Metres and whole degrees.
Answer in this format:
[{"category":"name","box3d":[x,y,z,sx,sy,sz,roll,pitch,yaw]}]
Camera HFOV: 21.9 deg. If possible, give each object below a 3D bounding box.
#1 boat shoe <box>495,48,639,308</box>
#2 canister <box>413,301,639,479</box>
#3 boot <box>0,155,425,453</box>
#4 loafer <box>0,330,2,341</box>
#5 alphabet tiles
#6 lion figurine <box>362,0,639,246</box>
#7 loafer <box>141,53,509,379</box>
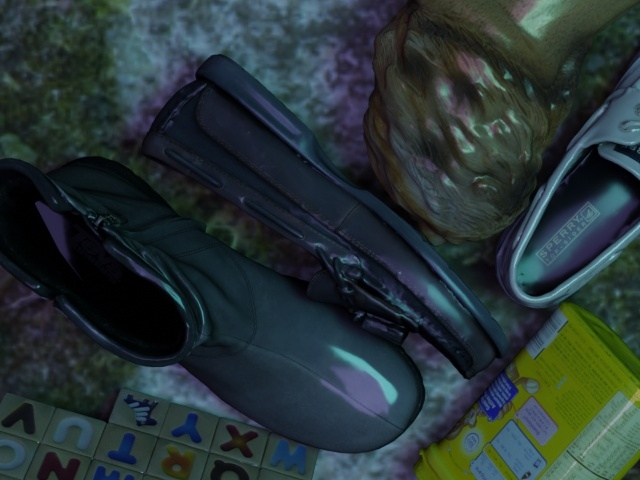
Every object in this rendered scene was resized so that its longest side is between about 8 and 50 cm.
[{"category":"boat shoe","box3d":[0.222,-0.059,1.182,0.096,0.088,0.267,45,96,-1]},{"category":"canister","box3d":[0.161,0.143,1.182,0.073,0.126,0.170,25,110,-44]},{"category":"boot","box3d":[-0.083,0.061,1.144,0.338,0.223,0.118,30,96,0]},{"category":"loafer","box3d":[-0.328,-0.004,1.213,0.268,0.102,0.092,44,102,-1]},{"category":"alphabet tiles","box3d":[-0.130,0.181,1.180,0.237,0.198,0.009,17,128,-1]},{"category":"lion figurine","box3d":[0.172,-0.189,1.142,0.392,0.142,0.240,-36,83,11]},{"category":"loafer","box3d":[0.000,0.000,1.187,0.302,0.109,0.095,45,82,6]}]
